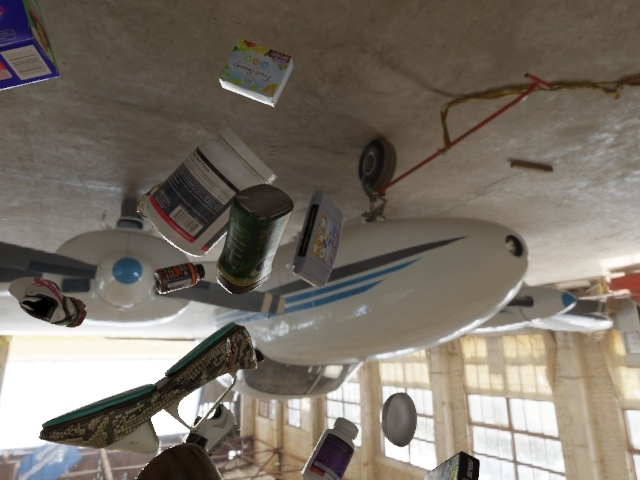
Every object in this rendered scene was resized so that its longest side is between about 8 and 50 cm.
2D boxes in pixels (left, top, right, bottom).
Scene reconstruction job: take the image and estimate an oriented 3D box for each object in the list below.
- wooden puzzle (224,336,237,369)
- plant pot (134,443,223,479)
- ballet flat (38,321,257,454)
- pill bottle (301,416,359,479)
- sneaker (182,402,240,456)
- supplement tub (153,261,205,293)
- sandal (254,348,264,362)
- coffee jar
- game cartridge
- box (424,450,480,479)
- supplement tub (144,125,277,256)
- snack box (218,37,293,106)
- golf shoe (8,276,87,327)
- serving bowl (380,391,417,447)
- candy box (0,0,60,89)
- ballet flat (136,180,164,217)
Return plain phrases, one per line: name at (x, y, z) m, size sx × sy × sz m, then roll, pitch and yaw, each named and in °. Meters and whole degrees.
wooden puzzle at (-0.190, 0.235, 0.891) m, size 0.006 × 0.083 × 0.049 m, roll 8°, pitch -164°, yaw -27°
plant pot at (-0.292, 0.624, 0.975) m, size 0.215 × 0.215 × 0.230 m, roll 13°, pitch 177°, yaw -42°
ballet flat at (-0.348, 0.366, 0.978) m, size 0.483 × 0.182 × 0.164 m, roll -25°, pitch 179°, yaw -35°
pill bottle at (0.037, 0.627, 1.256) m, size 0.108 × 0.193 × 0.108 m, roll 23°, pitch 141°, yaw 20°
sneaker at (-0.449, 0.728, 1.554) m, size 0.122 × 0.146 × 0.330 m, roll -23°, pitch -174°, yaw 36°
supplement tub at (-0.599, 0.153, 1.824) m, size 0.198 × 0.106 × 0.106 m, roll -14°, pitch 177°, yaw -39°
sandal at (-0.242, 0.363, 1.343) m, size 0.040 × 0.067 × 0.179 m, roll -50°, pitch 151°, yaw 21°
coffee jar at (-0.112, 0.003, 0.702) m, size 0.096 × 0.079 × 0.184 m, roll -30°, pitch 151°, yaw -47°
game cartridge at (0.000, 0.000, 1.458) m, size 0.062 × 0.297 × 0.198 m, roll 4°, pitch 161°, yaw 33°
box at (0.325, 0.722, 1.115) m, size 0.060 × 0.270 × 0.216 m, roll 27°, pitch 133°, yaw 3°
supplement tub at (-0.256, -0.114, 1.009) m, size 0.272 × 0.191 × 0.191 m, roll -44°, pitch 158°, yaw 3°
snack box at (-0.224, -0.590, 1.502) m, size 0.207 × 0.174 × 0.070 m, roll 22°, pitch 169°, yaw 7°
golf shoe at (-0.547, 0.111, 0.829) m, size 0.186 × 0.067 × 0.086 m, roll 17°, pitch 168°, yaw 20°
serving bowl at (0.123, 0.290, 0.695) m, size 0.083 × 0.083 × 0.027 m, roll 13°, pitch 160°, yaw -42°
candy box at (-0.725, -0.457, 0.861) m, size 0.268 × 0.317 × 0.122 m, roll -20°, pitch 166°, yaw -14°
ballet flat at (-0.521, -0.149, 1.395) m, size 0.091 × 0.241 × 0.077 m, roll 23°, pitch 115°, yaw -13°
